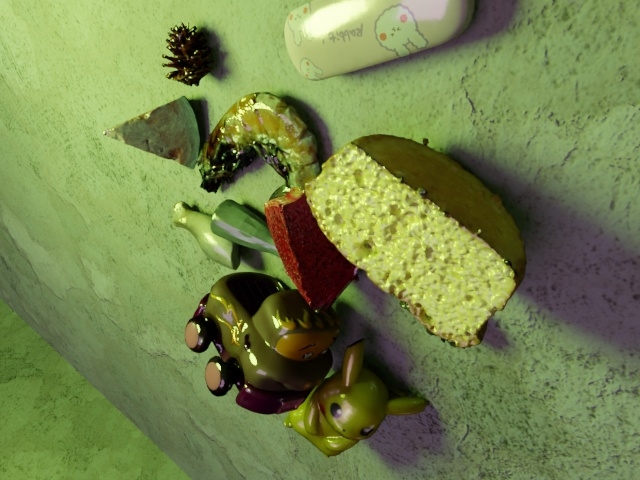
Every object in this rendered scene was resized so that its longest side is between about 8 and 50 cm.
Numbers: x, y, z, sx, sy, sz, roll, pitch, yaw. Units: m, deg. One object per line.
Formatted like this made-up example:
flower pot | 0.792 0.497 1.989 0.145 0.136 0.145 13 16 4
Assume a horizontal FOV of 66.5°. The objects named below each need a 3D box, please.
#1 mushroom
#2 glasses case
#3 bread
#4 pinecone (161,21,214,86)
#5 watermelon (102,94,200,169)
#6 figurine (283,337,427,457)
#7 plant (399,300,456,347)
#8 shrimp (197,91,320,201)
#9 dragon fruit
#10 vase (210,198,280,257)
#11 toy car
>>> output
mushroom | -0.274 -0.015 1.171 0.225 0.093 0.116 31 155 14
glasses case | 0.068 -0.306 0.686 0.296 0.075 0.113 -1 119 42
bread | 0.155 -0.028 0.728 0.340 0.179 0.194 41 135 15
pinecone | -0.250 -0.351 0.927 0.102 0.102 0.109 11 96 36
watermelon | -0.366 -0.257 1.052 0.207 0.202 0.136 20 90 27
figurine | 0.066 0.373 1.091 0.218 0.169 0.327 36 140 -6
plant | 0.199 0.119 0.866 0.174 0.087 0.085 36 100 21
shrimp | -0.132 -0.145 0.984 0.233 0.071 0.365 48 139 -7
dragon fruit | 0.000 -0.007 0.930 0.126 0.161 0.274 45 156 52
vase | -0.129 -0.009 1.055 0.214 0.086 0.086 27 133 15
toy car | -0.112 0.181 1.046 0.341 0.271 0.240 48 119 35
